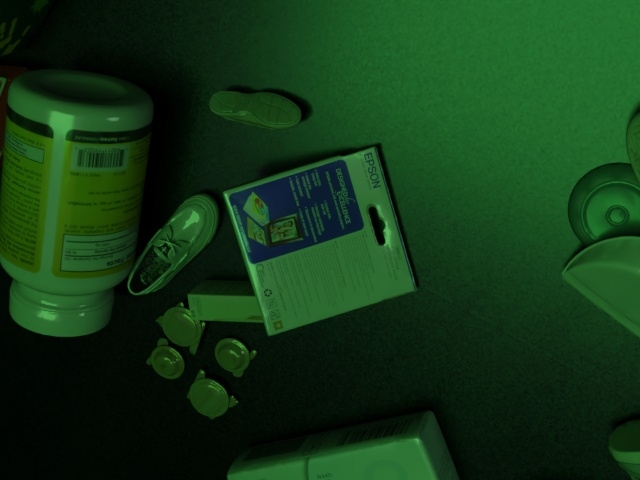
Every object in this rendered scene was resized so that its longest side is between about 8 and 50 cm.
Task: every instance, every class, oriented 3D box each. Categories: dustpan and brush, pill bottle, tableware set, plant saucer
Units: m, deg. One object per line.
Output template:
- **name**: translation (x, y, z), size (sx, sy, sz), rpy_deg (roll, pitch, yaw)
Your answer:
- **dustpan and brush**: translation (0.392, 0.032, 1.160), size (0.147, 0.060, 0.211), rpy_deg (38, 156, 1)
- **pill bottle**: translation (-0.337, -0.048, 1.355), size (0.188, 0.188, 0.334), rpy_deg (18, 113, 14)
- **tableware set**: translation (-0.180, 0.176, 1.469), size (0.168, 0.020, 0.141), rpy_deg (36, 118, 4)
- **plant saucer**: translation (0.357, -0.033, 1.201), size (0.119, 0.021, 0.119), rpy_deg (6, 110, 18)

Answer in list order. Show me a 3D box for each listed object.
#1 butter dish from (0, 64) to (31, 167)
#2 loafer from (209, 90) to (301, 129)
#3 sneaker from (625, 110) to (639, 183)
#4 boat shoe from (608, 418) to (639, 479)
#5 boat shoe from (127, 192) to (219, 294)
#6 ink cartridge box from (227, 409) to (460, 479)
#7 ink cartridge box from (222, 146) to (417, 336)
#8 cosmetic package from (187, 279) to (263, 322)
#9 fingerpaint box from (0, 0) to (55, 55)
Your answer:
- **butter dish**: translation (-0.471, -0.159, 1.412), size (0.160, 0.118, 0.160), rpy_deg (6, 70, 20)
- **loafer**: translation (-0.082, -0.169, 1.310), size (0.125, 0.039, 0.045), rpy_deg (12, 78, 13)
- **sneaker**: translation (0.505, -0.052, 1.098), size (0.350, 0.148, 0.131), rpy_deg (42, 154, 24)
- **boat shoe**: translation (0.464, 0.267, 1.212), size (0.227, 0.079, 0.081), rpy_deg (-5, 127, 46)
- **boat shoe**: translation (-0.210, 0.009, 1.397), size (0.184, 0.063, 0.066), rpy_deg (-41, 91, 27)
- **ink cartridge box**: translation (0.076, 0.453, 1.432), size (0.308, 0.091, 0.385), rpy_deg (-17, 100, 24)
- **ink cartridge box**: translation (0.000, 0.000, 1.312), size (0.208, 0.045, 0.206), rpy_deg (-17, 103, -1)
- **cosmetic package**: translation (-0.120, 0.084, 1.393), size (0.115, 0.060, 0.041), rpy_deg (1, 109, 21)
- **fingerpaint box**: translation (-0.495, -0.508, 1.258), size (0.445, 0.163, 0.371), rpy_deg (44, 120, 1)
